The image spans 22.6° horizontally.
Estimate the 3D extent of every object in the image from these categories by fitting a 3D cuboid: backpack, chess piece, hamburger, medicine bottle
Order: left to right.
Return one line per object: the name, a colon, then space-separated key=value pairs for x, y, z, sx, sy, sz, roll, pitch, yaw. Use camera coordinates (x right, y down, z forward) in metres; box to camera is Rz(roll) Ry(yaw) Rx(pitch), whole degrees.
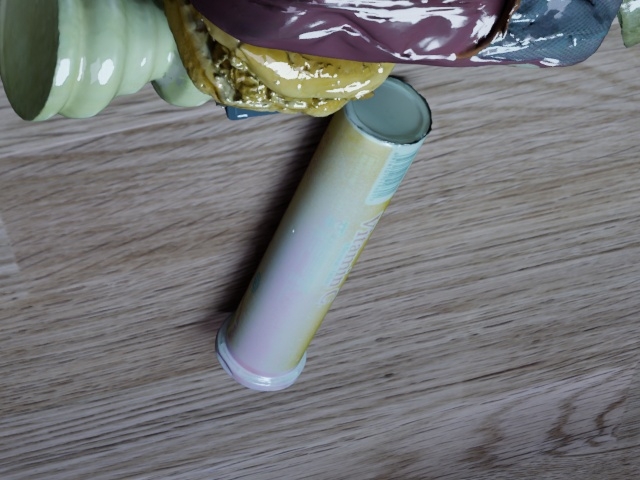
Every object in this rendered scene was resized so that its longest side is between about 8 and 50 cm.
chess piece: x=-0.130 y=-0.172 z=1.350 sx=0.251 sy=0.144 sz=0.144 roll=-3 pitch=146 yaw=-31
hamburger: x=-0.026 y=-0.197 z=1.294 sx=0.214 sy=0.213 sz=0.108 roll=4 pitch=154 yaw=-28
medicine bottle: x=0.000 y=0.000 z=1.685 sx=0.108 sy=0.108 sz=0.426 roll=1 pitch=142 yaw=-24
backpack: x=0.032 y=-0.236 z=1.141 sx=0.317 sy=0.283 sz=0.197 roll=-9 pitch=127 yaw=-30

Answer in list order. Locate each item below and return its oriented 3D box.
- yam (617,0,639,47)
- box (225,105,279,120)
yam: x=0.353 y=-0.283 z=1.355 sx=0.268 sy=0.161 sz=0.161 roll=-25 pitch=146 yaw=12
box: x=-0.052 y=-0.151 z=1.475 sx=0.099 sy=0.054 sz=0.074 roll=-10 pitch=145 yaw=-8
